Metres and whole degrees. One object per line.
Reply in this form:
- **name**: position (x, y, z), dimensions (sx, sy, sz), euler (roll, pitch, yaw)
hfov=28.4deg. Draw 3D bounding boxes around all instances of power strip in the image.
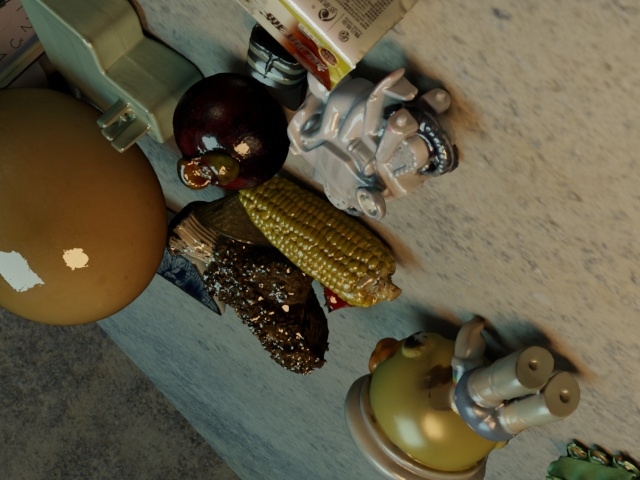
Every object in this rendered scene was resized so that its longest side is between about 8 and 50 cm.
- **power strip**: position (-0.289, -0.227, 1.670), dimensions (0.261, 0.141, 0.229), euler (40, 163, 19)

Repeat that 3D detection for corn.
- **corn**: position (0.000, 0.000, 1.633), dimensions (0.261, 0.097, 0.097), euler (36, 161, 25)

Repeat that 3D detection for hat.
- **hat**: position (-0.104, -0.050, 1.806), dimensions (0.146, 0.067, 0.146), euler (17, -163, -5)

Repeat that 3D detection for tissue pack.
- **tissue pack**: position (-0.003, -0.223, 1.101), dimensions (0.148, 0.106, 0.099), euler (45, 163, -4)

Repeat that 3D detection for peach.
- **peach**: position (0.027, 0.079, 1.823), dimensions (0.077, 0.050, 0.083), euler (-114, 11, -48)

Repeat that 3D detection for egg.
- **egg**: position (-0.383, -0.053, 1.791), dimensions (0.374, 0.301, 0.301), euler (54, 168, 23)

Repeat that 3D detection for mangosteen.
- **mangosteen**: position (-0.113, -0.122, 1.506), dimensions (0.152, 0.152, 0.152), euler (38, 162, 15)

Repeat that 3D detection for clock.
- **clock**: position (-0.481, -0.328, 1.823), dimensions (0.192, 0.147, 0.071), euler (47, 167, -12)

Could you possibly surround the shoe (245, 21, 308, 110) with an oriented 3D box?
- **shoe**: position (-0.050, -0.185, 1.387), dimensions (0.071, 0.049, 0.179), euler (38, 162, 14)

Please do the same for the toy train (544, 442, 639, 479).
- **toy train**: position (0.372, 0.328, 1.634), dimensions (0.118, 0.074, 0.176), euler (45, 160, -19)

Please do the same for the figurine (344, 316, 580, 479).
- **figurine**: position (0.161, 0.205, 1.605), dimensions (0.224, 0.205, 0.382), euler (36, 154, 3)

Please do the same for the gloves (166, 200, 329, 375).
- **gloves**: position (-0.088, 0.059, 1.844), dimensions (0.312, 0.135, 0.210), euler (45, 179, 11)

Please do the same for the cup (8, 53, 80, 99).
- **cup**: position (-0.499, -0.237, 2.059), dimensions (0.200, 0.191, 0.253), euler (145, 108, -75)

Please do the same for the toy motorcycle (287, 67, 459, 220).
- **toy motorcycle**: position (0.040, -0.111, 1.288), dimensions (0.171, 0.110, 0.260), euler (56, 156, -4)

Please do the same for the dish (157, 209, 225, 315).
- **dish**: position (-0.256, 0.010, 2.228), dimensions (0.243, 0.080, 0.182), euler (30, 159, 30)
